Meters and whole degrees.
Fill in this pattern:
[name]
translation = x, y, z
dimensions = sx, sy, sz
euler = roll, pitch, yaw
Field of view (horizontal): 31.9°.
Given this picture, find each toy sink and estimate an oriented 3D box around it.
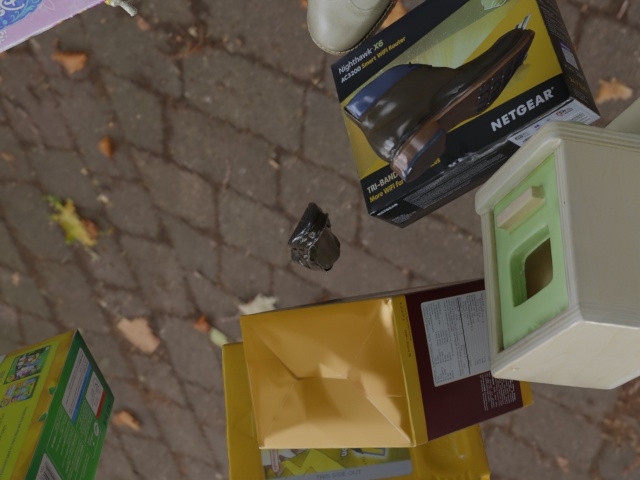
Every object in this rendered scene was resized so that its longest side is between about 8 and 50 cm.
[toy sink]
translation = 0.217, -0.012, 0.935
dimensions = 0.131, 0.234, 0.153
euler = 8, 156, -16

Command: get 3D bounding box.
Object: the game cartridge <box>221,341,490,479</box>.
[game cartridge]
translation = 0.039, 0.232, 1.453
dimensions = 0.324, 0.285, 0.052
euler = -9, 138, 0

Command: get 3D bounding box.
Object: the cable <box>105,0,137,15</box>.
[cable]
translation = -0.340, -0.416, 1.468
dimensions = 0.287, 0.072, 0.139
euler = 27, 119, 3

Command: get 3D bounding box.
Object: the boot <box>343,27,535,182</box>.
[boot]
translation = 0.127, -0.172, 1.194
dimensions = 0.106, 0.219, 0.082
euler = 41, 166, 16

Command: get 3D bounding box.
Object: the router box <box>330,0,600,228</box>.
[router box]
translation = 0.173, -0.192, 1.430
dimensions = 0.309, 0.243, 0.081
euler = -31, 148, 30

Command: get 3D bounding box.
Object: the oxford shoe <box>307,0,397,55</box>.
[oxford shoe]
translation = 0.058, -0.416, 1.424
dimensions = 0.140, 0.146, 0.397
euler = 23, 116, 10

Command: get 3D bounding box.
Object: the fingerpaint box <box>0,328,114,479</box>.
[fingerpaint box]
translation = -0.536, 0.361, 1.695
dimensions = 0.371, 0.445, 0.163
euler = -20, 114, 7

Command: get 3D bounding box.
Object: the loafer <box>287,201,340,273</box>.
[loafer]
translation = 0.000, 0.000, 1.801
dimensions = 0.078, 0.080, 0.220
euler = 27, 169, 6

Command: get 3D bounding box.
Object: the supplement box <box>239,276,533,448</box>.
[supplement box]
translation = 0.064, 0.114, 1.065
dimensions = 0.191, 0.194, 0.129
euler = -10, 87, 42

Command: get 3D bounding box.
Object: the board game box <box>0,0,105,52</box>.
[board game box]
translation = -0.331, -0.219, 0.646
dimensions = 0.318, 0.319, 0.066
euler = 63, 178, -23
